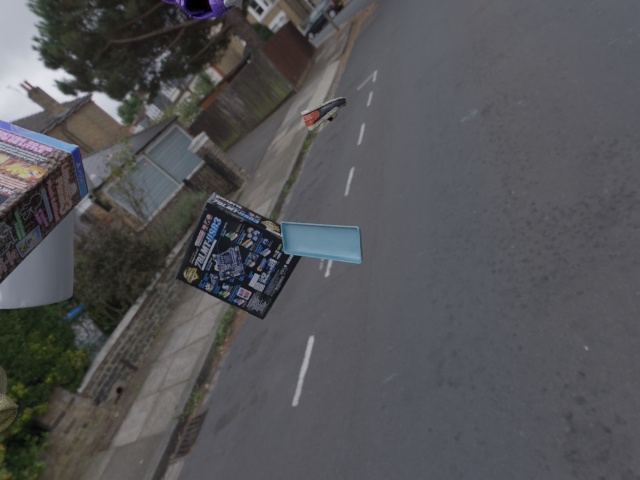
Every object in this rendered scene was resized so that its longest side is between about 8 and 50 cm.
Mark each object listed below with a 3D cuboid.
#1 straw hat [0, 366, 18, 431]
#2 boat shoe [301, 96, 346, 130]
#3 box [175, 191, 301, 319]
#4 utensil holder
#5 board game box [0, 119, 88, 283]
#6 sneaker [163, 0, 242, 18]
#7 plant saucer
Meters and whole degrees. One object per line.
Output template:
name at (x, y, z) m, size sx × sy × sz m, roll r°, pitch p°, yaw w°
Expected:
straw hat at (-0.505, 0.264, 0.626) m, size 0.144 × 0.061 × 0.144 m, roll -169°, pitch 90°, yaw -89°
boat shoe at (0.013, -0.276, 0.887) m, size 0.049 × 0.043 × 0.137 m, roll -9°, pitch 22°, yaw 46°
box at (-0.230, 0.054, 1.178) m, size 0.295 × 0.294 × 0.073 m, roll -59°, pitch 8°, yaw 28°
utensil holder at (-1.025, 0.011, 1.404) m, size 0.328 × 0.328 × 0.384 m, roll -165°, pitch 77°, yaw -67°
board game box at (-0.659, -0.092, 0.804) m, size 0.141 × 0.232 × 0.290 m, roll 112°, pitch 177°, yaw -46°
sneaker at (-0.201, -0.377, 0.625) m, size 0.170 × 0.068 × 0.071 m, roll 24°, pitch 67°, yaw 29°
plant saucer at (0.000, 0.000, 0.769) m, size 0.192 × 0.067 × 0.018 m, roll 6°, pitch 17°, yaw 41°
